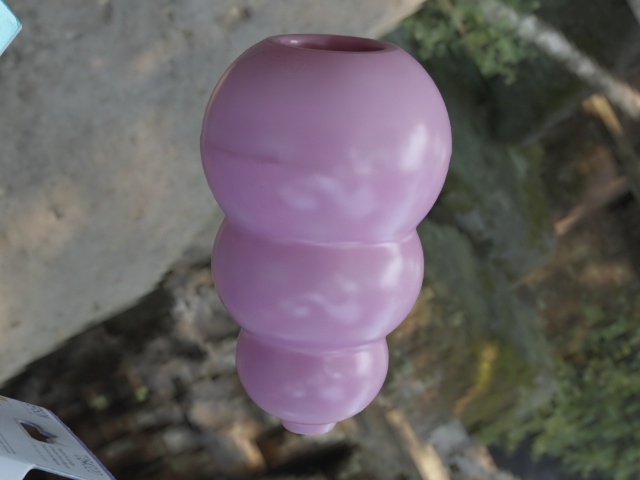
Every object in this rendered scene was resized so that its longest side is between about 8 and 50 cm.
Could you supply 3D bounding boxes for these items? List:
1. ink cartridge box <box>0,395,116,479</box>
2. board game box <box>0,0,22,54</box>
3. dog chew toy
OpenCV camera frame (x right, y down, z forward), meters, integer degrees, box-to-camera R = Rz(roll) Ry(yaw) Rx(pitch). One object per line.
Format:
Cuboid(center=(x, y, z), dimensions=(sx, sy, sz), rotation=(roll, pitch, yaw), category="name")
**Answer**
Cuboid(center=(-0.352, 0.147, 1.344), dimensions=(0.330, 0.071, 0.324), rotation=(21, 178, -19), category="ink cartridge box")
Cuboid(center=(-0.394, -0.055, 1.153), dimensions=(0.253, 0.079, 0.336), rotation=(9, -123, 43), category="board game box")
Cuboid(center=(0.000, 0.000, 1.399), dimensions=(0.206, 0.332, 0.206), rotation=(3, -165, -1), category="dog chew toy")
